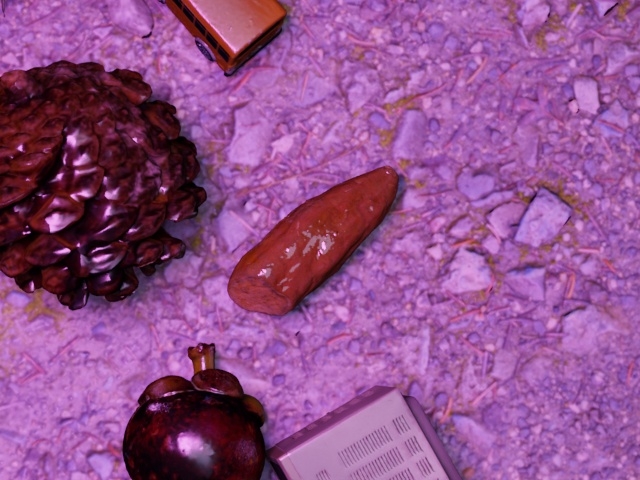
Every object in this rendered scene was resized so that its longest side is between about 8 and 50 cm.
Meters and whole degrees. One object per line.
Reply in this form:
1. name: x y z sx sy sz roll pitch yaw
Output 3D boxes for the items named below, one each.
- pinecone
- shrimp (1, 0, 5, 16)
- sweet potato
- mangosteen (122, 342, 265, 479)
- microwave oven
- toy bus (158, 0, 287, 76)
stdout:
1. pinecone: -0.275 -0.064 1.453 0.296 0.242 0.298 47 38 -21
2. shrimp: -0.344 -0.463 1.540 0.221 0.166 0.411 6 67 25
3. sweet potato: 0.000 0.000 1.571 0.251 0.097 0.097 -38 91 -12
4. mangosteen: -0.133 0.227 1.497 0.172 0.172 0.184 49 54 -1
5. microwave oven: 0.074 0.307 1.525 0.194 0.145 0.240 -29 89 -13
6. toy bus: -0.140 -0.306 1.567 0.098 0.114 0.201 -41 91 -11
